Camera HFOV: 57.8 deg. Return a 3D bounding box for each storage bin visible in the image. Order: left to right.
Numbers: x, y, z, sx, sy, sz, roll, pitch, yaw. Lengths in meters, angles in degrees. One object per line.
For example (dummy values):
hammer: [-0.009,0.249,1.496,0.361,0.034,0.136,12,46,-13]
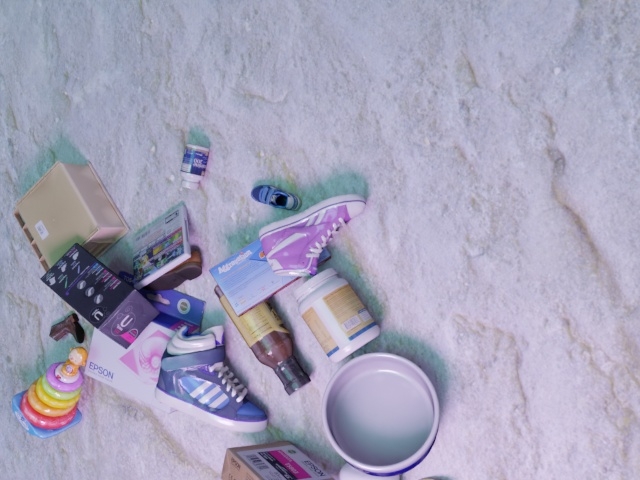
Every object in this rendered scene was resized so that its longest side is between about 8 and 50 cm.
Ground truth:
storage bin: [-0.759,-0.060,1.748,0.260,0.123,0.262,-38,78,19]

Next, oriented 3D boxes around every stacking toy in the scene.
stacking toy: [-0.764,0.424,1.713,0.175,0.166,0.301,45,114,15]

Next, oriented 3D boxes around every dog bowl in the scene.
dog bowl: [0.140,0.400,1.336,0.265,0.104,0.264,-5,58,8]

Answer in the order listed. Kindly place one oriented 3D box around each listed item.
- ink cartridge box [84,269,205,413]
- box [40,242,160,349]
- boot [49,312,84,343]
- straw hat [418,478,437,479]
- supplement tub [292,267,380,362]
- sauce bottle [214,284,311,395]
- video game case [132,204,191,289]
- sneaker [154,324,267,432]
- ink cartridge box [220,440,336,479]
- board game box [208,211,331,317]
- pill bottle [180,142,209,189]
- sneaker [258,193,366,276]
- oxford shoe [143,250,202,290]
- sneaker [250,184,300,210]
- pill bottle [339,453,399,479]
ink cartridge box: [-0.517,0.289,1.685,0.325,0.071,0.329,16,98,21]
box: [-0.612,0.154,1.614,0.271,0.165,0.143,31,71,26]
boot: [-0.797,0.296,1.813,0.114,0.037,0.106,-30,67,16]
straw hat: [0.264,0.644,1.375,0.144,0.144,0.061,-41,119,17]
supplement tub: [0.036,0.182,1.418,0.144,0.144,0.199,-38,77,18]
sauce bottle: [-0.147,0.242,1.513,0.111,0.111,0.344,-38,79,18]
video game case: [-0.450,0.018,1.632,0.201,0.023,0.183,-30,50,19]
sneaker: [-0.266,0.350,1.538,0.323,0.130,0.236,18,90,4]
ink cartridge box: [-0.101,0.583,1.407,0.235,0.193,0.088,15,96,52]
board game box: [-0.129,0.060,1.485,0.281,0.027,0.145,-32,79,-6]
pill bottle: [-0.352,-0.205,1.610,0.067,0.067,0.120,16,97,21]
sneaker: [0.000,0.000,1.425,0.282,0.102,0.160,-24,68,8]
oxford shoe: [-0.425,0.088,1.651,0.213,0.076,0.075,-20,53,17]
sneaker: [-0.125,-0.115,1.524,0.144,0.059,0.053,14,98,22]
pill bottle: [0.117,0.627,1.392,0.146,0.146,0.263,1,90,22]
